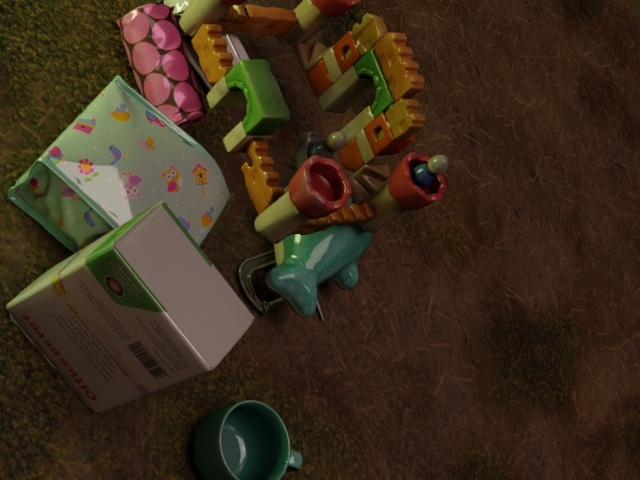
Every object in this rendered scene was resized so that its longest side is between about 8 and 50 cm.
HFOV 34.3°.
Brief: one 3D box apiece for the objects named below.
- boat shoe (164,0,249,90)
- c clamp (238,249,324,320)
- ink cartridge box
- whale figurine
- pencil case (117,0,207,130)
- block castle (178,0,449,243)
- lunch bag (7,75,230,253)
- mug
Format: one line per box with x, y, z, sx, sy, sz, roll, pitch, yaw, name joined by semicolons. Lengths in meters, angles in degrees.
-0.208;-0.363;1.732;0.258;0.095;0.084;56;42;-9;boat shoe
-0.066;0.081;1.736;0.160;0.022;0.137;-11;81;-44;c clamp
-0.258;0.097;1.380;0.201;0.278;0.117;53;44;-13;ink cartridge box
0.000;0.000;1.728;0.216;0.141;0.272;46;39;-19;whale figurine
-0.248;-0.276;1.664;0.098;0.095;0.209;-16;88;-39;pencil case
0.000;-0.234;1.624;0.303;0.213;0.453;-5;67;-43;block castle
-0.277;-0.067;1.512;0.262;0.160;0.223;43;49;-14;lunch bag
-0.117;0.319;1.543;0.158;0.097;0.129;54;46;-13;mug
